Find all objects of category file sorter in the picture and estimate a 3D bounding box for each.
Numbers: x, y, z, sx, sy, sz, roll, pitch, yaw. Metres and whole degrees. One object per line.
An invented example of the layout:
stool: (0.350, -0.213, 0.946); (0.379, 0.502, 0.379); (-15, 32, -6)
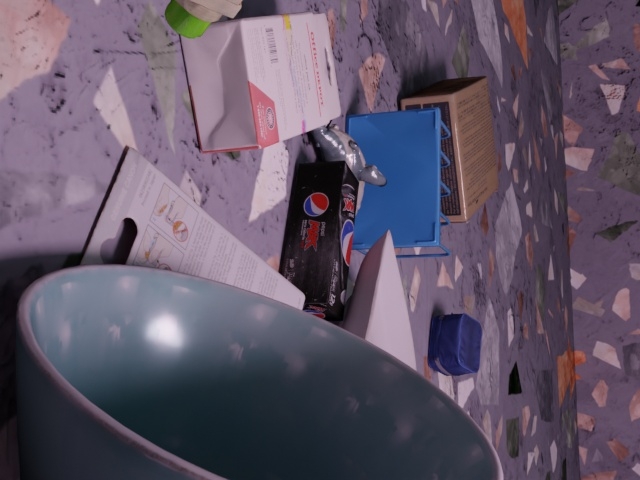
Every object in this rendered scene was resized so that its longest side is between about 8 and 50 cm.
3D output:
file sorter: (0.102, -0.066, 1.200); (0.104, 0.118, 0.170); (29, 61, -67)

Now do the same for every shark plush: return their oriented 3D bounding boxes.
shark plush: (0.018, -0.089, 1.089); (0.067, 0.073, 0.161); (-48, 143, -18)

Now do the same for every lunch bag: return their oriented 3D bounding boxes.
lunch bag: (0.204, 0.157, 1.470); (0.067, 0.065, 0.098); (35, 55, -42)

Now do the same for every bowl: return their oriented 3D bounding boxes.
bowl: (-0.059, 0.152, 0.604); (0.311, 0.312, 0.163); (-10, 124, -67)

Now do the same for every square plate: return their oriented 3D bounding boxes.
square plate: (0.050, 0.223, 1.070); (0.344, 0.049, 0.347); (75, 24, -47)

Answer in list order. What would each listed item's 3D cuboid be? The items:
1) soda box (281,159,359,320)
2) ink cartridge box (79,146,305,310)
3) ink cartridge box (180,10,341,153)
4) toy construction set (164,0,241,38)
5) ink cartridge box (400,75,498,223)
soda box: (0.000, 0.000, 1.021); (0.053, 0.060, 0.168); (51, 42, -58)
ink cartridge box: (-0.117, 0.067, 0.784); (0.232, 0.066, 0.189); (39, 49, -32)
ink cartridge box: (-0.050, -0.157, 0.920); (0.198, 0.067, 0.115); (-31, 116, -62)
toy construction set: (-0.098, -0.274, 0.618); (0.215, 0.151, 0.327); (14, 63, -33)
ink cartridge box: (0.205, -0.145, 1.481); (0.235, 0.088, 0.193); (-35, 121, -64)
